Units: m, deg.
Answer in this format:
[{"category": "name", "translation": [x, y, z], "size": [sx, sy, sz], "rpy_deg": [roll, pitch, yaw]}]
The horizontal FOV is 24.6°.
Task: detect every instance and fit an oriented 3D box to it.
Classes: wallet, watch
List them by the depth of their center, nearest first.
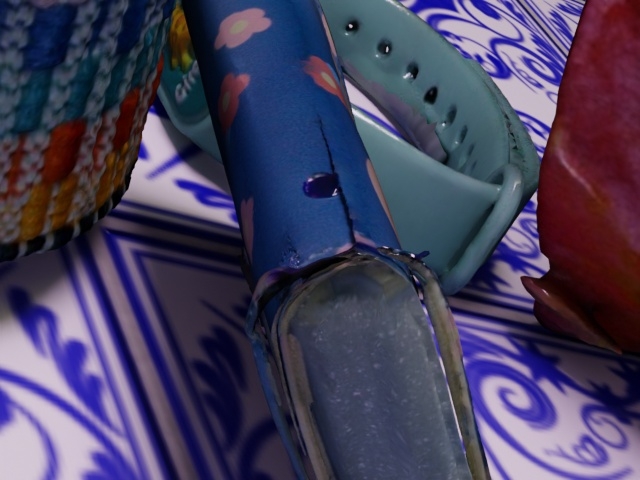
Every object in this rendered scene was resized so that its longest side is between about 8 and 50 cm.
[{"category": "wallet", "translation": [-0.001, 0.001, 0.489], "size": [0.202, 0.059, 0.141], "rpy_deg": [-108, 179, -51]}, {"category": "watch", "translation": [0.009, -0.068, 0.694], "size": [0.195, 0.068, 0.237], "rpy_deg": [19, 25, -33]}]

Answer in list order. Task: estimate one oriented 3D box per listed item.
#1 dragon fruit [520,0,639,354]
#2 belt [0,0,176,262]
[{"category": "dragon fruit", "translation": [0.281, -0.069, 0.635], "size": [0.249, 0.386, 0.371], "rpy_deg": [36, -4, 33]}, {"category": "belt", "translation": [-0.144, -0.108, 0.486], "size": [0.207, 0.150, 0.257], "rpy_deg": [12, 30, -19]}]
